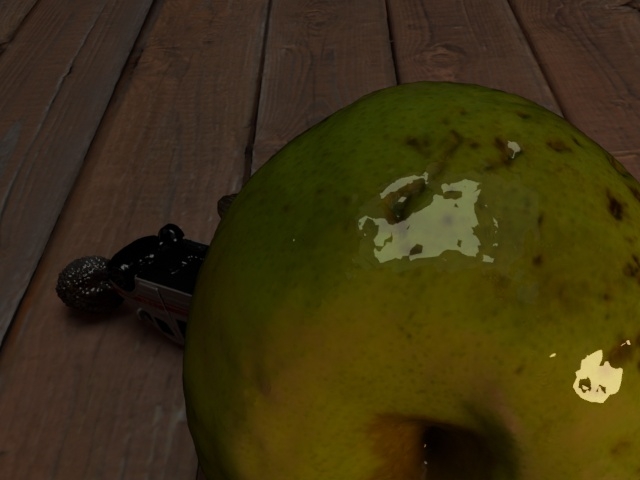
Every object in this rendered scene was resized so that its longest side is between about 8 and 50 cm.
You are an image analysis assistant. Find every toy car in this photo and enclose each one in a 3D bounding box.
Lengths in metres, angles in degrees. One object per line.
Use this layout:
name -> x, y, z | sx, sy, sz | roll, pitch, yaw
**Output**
toy car -> -0.117, 0.060, 0.897 | 0.210, 0.108, 0.089 | 14, 41, 31

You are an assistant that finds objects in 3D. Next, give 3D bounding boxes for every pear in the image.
pear -> 0.086, 0.059, 0.663 | 0.391, 0.390, 0.391 | -3, 35, 2

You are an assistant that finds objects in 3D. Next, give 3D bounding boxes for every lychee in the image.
lychee -> -0.243, 0.049, 0.955 | 0.083, 0.067, 0.068 | 9, 43, 38

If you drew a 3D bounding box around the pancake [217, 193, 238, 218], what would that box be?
pancake -> 0.000, 0.000, 0.931 | 0.235, 0.029, 0.212 | 19, 12, -24
